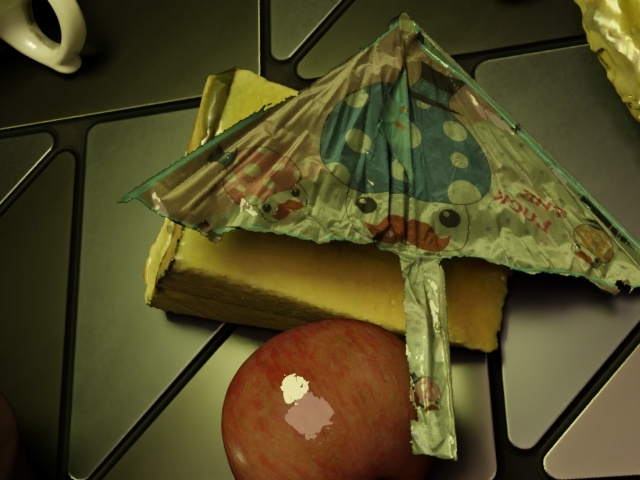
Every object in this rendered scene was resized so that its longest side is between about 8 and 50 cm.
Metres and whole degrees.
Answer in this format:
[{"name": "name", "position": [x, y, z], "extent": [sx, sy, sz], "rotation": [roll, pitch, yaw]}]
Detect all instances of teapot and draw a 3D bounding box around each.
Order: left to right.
[{"name": "teapot", "position": [-0.342, -0.257, 0.947], "extent": [0.299, 0.166, 0.208], "rotation": [34, 42, 17]}]

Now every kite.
[{"name": "kite", "position": [0.064, -0.023, 0.712], "extent": [0.406, 0.014, 0.368], "rotation": [8, 57, -14]}]

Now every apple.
[{"name": "apple", "position": [0.010, 0.132, 0.693], "extent": [0.153, 0.153, 0.120], "rotation": [-39, 48, 0]}]

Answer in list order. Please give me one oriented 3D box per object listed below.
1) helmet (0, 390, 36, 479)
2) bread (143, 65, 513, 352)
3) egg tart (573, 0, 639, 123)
[{"name": "helmet", "position": [-0.347, 0.227, 0.731], "extent": [0.271, 0.197, 0.338], "rotation": [22, 73, 34]}, {"name": "bread", "position": [0.004, 0.001, 0.805], "extent": [0.264, 0.163, 0.168], "rotation": [20, 70, -11]}, {"name": "egg tart", "position": [0.368, -0.220, 0.716], "extent": [0.387, 0.169, 0.388], "rotation": [-3, 73, 9]}]
